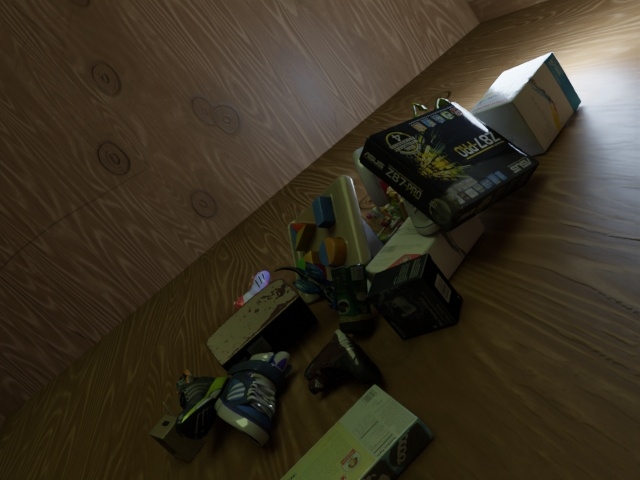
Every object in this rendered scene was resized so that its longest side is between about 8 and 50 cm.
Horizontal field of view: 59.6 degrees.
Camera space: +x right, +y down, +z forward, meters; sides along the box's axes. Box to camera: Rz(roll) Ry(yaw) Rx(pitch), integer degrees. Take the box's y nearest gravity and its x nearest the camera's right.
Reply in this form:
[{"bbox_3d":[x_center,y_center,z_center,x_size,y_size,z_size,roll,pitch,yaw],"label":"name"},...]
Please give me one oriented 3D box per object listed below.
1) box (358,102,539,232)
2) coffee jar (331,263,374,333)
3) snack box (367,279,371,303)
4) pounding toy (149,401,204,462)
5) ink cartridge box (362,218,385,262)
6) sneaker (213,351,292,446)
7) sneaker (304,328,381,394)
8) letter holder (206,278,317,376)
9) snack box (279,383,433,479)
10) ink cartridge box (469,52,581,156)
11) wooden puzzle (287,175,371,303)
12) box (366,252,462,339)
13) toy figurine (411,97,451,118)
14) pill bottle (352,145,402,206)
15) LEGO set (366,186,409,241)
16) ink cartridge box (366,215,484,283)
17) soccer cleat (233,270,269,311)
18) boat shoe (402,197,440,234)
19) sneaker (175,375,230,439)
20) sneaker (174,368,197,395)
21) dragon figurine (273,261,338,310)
[{"bbox_3d":[0.349,-0.211,1.498,0.395,0.318,0.097,-27,-29,-36],"label":"box"},{"bbox_3d":[0.087,0.159,1.504,0.079,0.184,0.096,-2,-9,-38],"label":"coffee jar"},{"bbox_3d":[0.129,0.153,1.648,0.141,0.037,0.100,-41,16,-2],"label":"snack box"},{"bbox_3d":[-0.418,0.550,1.613,0.141,0.130,0.100,-14,30,53],"label":"pounding toy"},{"bbox_3d":[0.100,0.012,1.881,0.191,0.139,0.082,-16,30,51],"label":"ink cartridge box"},{"bbox_3d":[-0.157,0.389,1.479,0.236,0.130,0.323,-51,14,-17],"label":"sneaker"},{"bbox_3d":[0.042,0.322,1.342,0.162,0.106,0.281,-45,8,-2],"label":"sneaker"},{"bbox_3d":[-0.203,0.255,1.729,0.302,0.152,0.214,-41,47,-10],"label":"letter holder"},{"bbox_3d":[0.048,0.439,1.081,0.322,0.060,0.187,-43,18,-11],"label":"snack box"},{"bbox_3d":[0.633,-0.406,1.750,0.270,0.197,0.198,-48,20,-25],"label":"ink cartridge box"},{"bbox_3d":[0.000,0.000,1.821,0.348,0.081,0.321,-38,54,44],"label":"wooden puzzle"},{"bbox_3d":[0.223,0.136,1.318,0.158,0.156,0.093,-26,23,36],"label":"box"},{"bbox_3d":[0.373,-0.241,1.770,0.191,0.362,0.217,-12,-23,-22],"label":"toy figurine"},{"bbox_3d":[0.339,-0.298,1.972,0.408,0.229,0.229,-25,21,12],"label":"pill bottle"},{"bbox_3d":[0.224,-0.072,1.853,0.107,0.132,0.287,-49,-3,-13],"label":"LEGO set"},{"bbox_3d":[0.282,0.028,1.521,0.283,0.117,0.207,-48,20,-24],"label":"ink cartridge box"},{"bbox_3d":[-0.250,0.210,2.222,0.095,0.083,0.248,6,35,25],"label":"soccer cleat"},{"bbox_3d":[0.266,-0.091,1.505,0.095,0.084,0.258,-37,19,4],"label":"boat shoe"},{"bbox_3d":[-0.355,0.470,1.591,0.122,0.110,0.300,7,7,7],"label":"sneaker"},{"bbox_3d":[-0.443,0.500,1.879,0.083,0.084,0.215,-47,10,-14],"label":"sneaker"},{"bbox_3d":[-0.023,0.120,1.661,0.085,0.289,0.144,-58,-21,-3],"label":"dragon figurine"}]
